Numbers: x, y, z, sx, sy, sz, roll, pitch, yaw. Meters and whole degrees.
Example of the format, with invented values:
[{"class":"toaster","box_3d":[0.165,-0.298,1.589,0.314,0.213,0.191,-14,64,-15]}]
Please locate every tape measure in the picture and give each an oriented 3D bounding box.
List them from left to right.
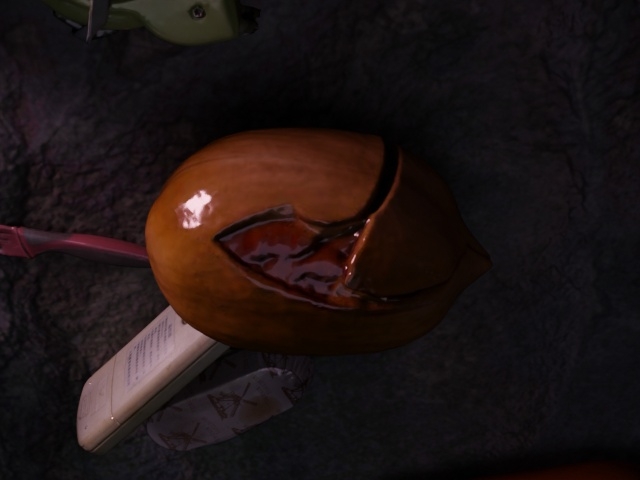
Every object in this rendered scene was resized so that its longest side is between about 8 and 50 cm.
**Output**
[{"class":"tape measure","box_3d":[-0.150,-0.236,0.918,0.175,0.106,0.200,-11,125,3]}]

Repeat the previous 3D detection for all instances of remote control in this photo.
[{"class":"remote control","box_3d":[-0.156,0.116,1.195,0.038,0.098,0.233,31,121,-29]}]

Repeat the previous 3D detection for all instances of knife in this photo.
[{"class":"knife","box_3d":[-0.270,0.002,1.160,0.247,0.018,0.035,9,130,-4]}]

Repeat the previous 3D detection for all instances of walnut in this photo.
[{"class":"walnut","box_3d":[0.000,0.000,1.055,0.298,0.203,0.203,4,128,-7]}]

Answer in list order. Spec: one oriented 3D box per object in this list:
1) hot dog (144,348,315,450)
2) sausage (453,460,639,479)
[{"class":"hot dog","box_3d":[-0.093,0.158,1.258,0.192,0.053,0.099,-28,124,16]},{"class":"sausage","box_3d":[0.215,0.300,1.338,0.330,0.102,0.102,-9,127,7]}]
